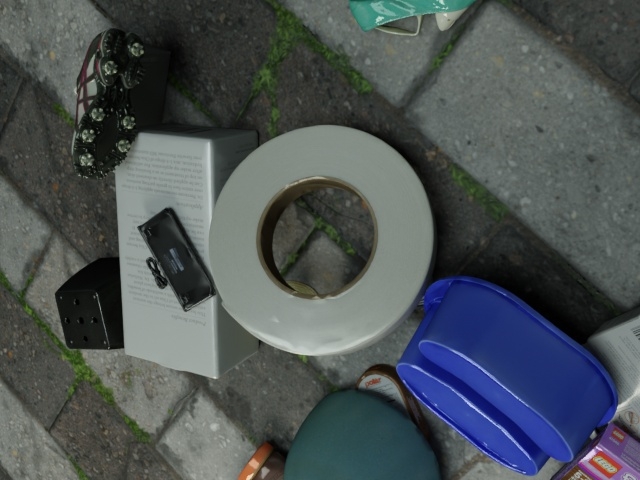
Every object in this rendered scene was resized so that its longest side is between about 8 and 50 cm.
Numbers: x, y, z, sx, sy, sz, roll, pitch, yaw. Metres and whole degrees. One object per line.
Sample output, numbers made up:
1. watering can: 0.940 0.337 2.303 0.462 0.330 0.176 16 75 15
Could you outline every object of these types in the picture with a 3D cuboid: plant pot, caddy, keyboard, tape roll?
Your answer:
1. plant pot: -0.448 0.145 1.606 0.187 0.167 0.188 -3 103 31
2. caddy: 0.289 0.201 1.178 0.341 0.179 0.241 39 151 7
3. keyboard: -0.268 0.040 1.371 0.108 0.023 0.180 -30 88 24
4. tape roll: 0.000 0.000 1.270 0.392 0.072 0.392 -2 79 13
5. plant pot: 0.043 0.444 1.359 0.290 0.195 0.290 18 121 32

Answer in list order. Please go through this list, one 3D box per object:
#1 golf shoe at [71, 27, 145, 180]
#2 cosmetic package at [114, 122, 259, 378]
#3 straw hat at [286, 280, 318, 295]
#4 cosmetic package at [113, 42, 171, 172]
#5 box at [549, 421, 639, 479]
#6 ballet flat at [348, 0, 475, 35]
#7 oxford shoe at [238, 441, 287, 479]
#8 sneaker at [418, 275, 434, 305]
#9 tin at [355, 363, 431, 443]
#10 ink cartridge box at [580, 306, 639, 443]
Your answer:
1. golf shoe: -0.390 -0.241 1.351 0.120 0.105 0.273 14 89 47
2. cosmetic package: -0.252 0.011 1.460 0.230 0.161 0.453 10 107 26
3. straw hat: -0.063 0.153 1.451 0.144 0.061 0.144 8 107 28
4. cosmetic package: -0.382 -0.267 1.480 0.107 0.127 0.238 25 115 22
5. box: 0.514 0.438 1.168 0.293 0.057 0.201 37 137 16
6. ballet flat: 0.164 -0.369 1.182 0.247 0.083 0.087 1 128 29
7. oxford shoe: -0.144 0.551 1.588 0.098 0.097 0.271 34 117 11
8. sneaker: 0.106 0.078 1.342 0.224 0.083 0.098 -14 68 34
9. tin: 0.134 0.322 1.402 0.106 0.040 0.189 -24 91 28
10. ink cartridge box: 0.514 0.256 1.151 0.296 0.066 0.261 54 147 7
